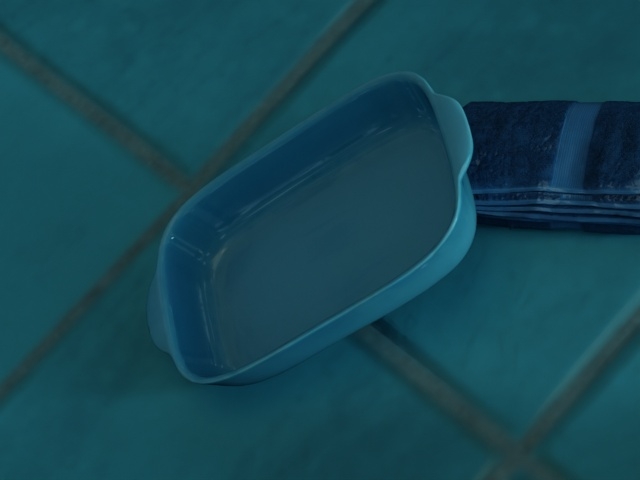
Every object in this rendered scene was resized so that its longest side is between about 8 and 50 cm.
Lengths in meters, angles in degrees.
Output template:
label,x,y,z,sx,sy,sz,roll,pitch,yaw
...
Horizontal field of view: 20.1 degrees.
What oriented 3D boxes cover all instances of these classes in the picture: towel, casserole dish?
label,x,y,z,sx,sy,sz,roll,pitch,yaw
towel,0.114,-0.037,0.838,0.119,0.029,0.067,3,60,28
casserole dish,0.000,0.000,0.845,0.188,0.037,0.114,-32,49,23
